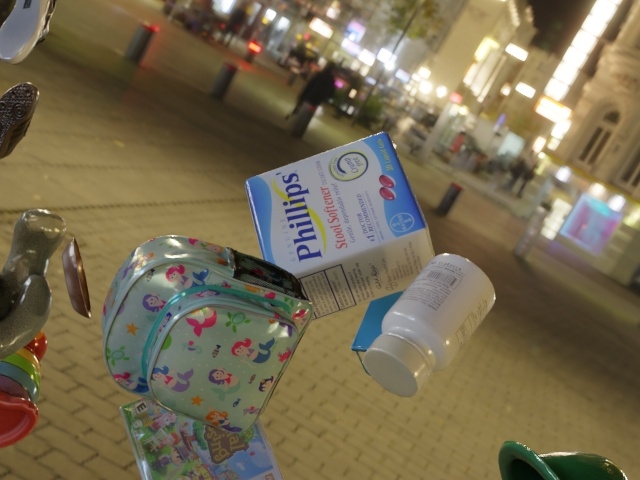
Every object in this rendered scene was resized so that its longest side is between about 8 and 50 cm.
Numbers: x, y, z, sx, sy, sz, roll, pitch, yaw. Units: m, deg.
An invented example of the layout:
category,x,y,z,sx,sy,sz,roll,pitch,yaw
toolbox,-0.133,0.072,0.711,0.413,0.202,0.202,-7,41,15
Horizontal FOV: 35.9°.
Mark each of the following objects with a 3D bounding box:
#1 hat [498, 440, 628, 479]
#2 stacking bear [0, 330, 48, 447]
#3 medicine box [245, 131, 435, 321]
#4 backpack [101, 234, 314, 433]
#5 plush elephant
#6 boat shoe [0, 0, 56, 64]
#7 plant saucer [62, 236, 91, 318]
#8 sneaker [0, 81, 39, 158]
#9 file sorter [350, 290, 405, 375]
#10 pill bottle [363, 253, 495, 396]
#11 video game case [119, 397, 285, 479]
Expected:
category,x,y,z,sx,sy,sz,roll,pitch,yaw
hat,0.293,0.231,0.957,0.173,0.183,0.208,60,-12,14
stacking bear,-0.652,0.277,2.065,0.175,0.164,0.289,27,30,-15
medicine box,0.035,-0.023,1.812,0.149,0.289,0.263,69,3,-49
backpack,-0.159,0.120,1.301,0.253,0.225,0.191,24,15,-16
plush elephant,-0.527,0.112,1.362,0.271,0.330,0.255,7,3,3
boat shoe,-0.554,-0.414,1.891,0.080,0.229,0.076,-5,-33,12
plant saucer,-0.579,0.092,2.337,0.036,0.199,0.198,-12,20,-10
sneaker,-0.613,-0.243,1.979,0.066,0.188,0.071,43,21,4
file sorter,0.160,0.204,2.144,0.118,0.170,0.104,2,-45,27
pill bottle,0.174,0.139,1.601,0.131,0.229,0.131,28,-36,23
video game case,-0.177,0.306,1.465,0.023,0.193,0.212,82,-15,-62
